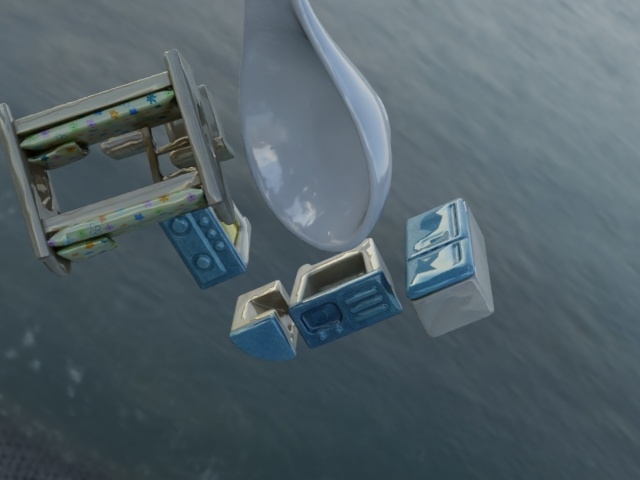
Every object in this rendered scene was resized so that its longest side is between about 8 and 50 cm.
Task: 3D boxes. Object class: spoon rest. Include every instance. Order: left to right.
[{"bbox_3d":[-0.005,-0.119,0.746,0.084,0.276,0.137,-18,35,-36],"label":"spoon rest"}]

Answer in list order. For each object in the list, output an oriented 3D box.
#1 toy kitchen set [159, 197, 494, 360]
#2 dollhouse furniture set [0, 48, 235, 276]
[{"bbox_3d":[0.000,0.000,0.919,0.166,0.207,0.122,60,15,-23],"label":"toy kitchen set"},{"bbox_3d":[-0.147,-0.029,0.763,0.161,0.182,0.101,41,31,-85],"label":"dollhouse furniture set"}]
